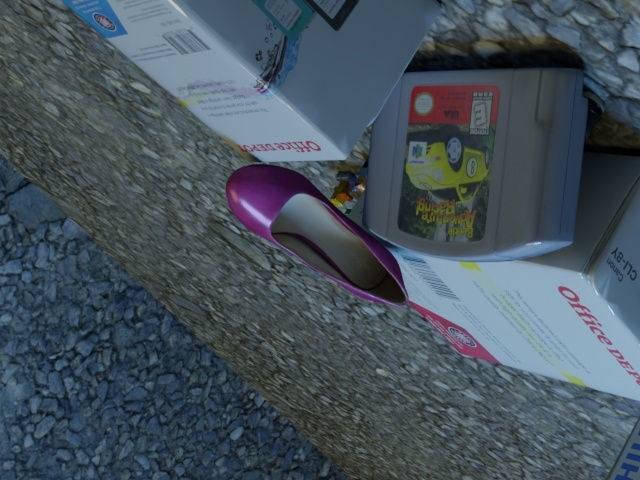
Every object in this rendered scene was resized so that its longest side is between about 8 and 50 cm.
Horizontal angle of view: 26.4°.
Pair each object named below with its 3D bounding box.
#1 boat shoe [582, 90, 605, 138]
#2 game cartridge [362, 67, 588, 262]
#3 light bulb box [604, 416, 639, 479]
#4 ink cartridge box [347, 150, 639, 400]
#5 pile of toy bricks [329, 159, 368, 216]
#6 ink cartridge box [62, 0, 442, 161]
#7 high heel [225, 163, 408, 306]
[{"bbox_3d":[0.231,-0.122,1.379,0.049,0.042,0.133,38,164,-23],"label":"boat shoe"},{"bbox_3d":[0.147,-0.077,1.400,0.060,0.196,0.294,0,-176,-35],"label":"game cartridge"},{"bbox_3d":[0.602,0.363,1.693,0.361,0.225,0.358,13,154,49],"label":"light bulb box"},{"bbox_3d":[0.255,0.031,1.549,0.384,0.160,0.279,12,153,51],"label":"ink cartridge box"},{"bbox_3d":[0.066,-0.031,1.809,0.118,0.105,0.212,41,161,-26],"label":"pile of toy bricks"},{"bbox_3d":[-0.066,-0.231,1.330,0.270,0.197,0.198,41,161,-27],"label":"ink cartridge box"},{"bbox_3d":[0.000,0.000,1.458,0.117,0.082,0.244,41,-179,44],"label":"high heel"}]
